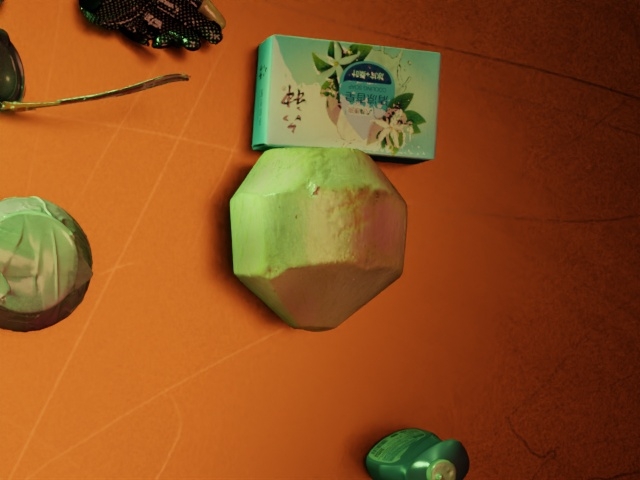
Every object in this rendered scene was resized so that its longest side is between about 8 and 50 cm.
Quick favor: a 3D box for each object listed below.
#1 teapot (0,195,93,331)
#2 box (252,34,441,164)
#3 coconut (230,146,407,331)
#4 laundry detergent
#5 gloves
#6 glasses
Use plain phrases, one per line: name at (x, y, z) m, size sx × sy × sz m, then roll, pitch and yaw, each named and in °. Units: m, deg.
teapot at (-0.367, 0.007, 1.660) m, size 0.221 × 0.178 × 0.163 m, roll 43°, pitch 77°, yaw -9°
box at (0.034, -0.179, 1.828) m, size 0.232 × 0.083 × 0.142 m, roll 4°, pitch 88°, yaw -17°
coconut at (0.000, 0.000, 1.754) m, size 0.237 × 0.197 × 0.236 m, roll 2°, pitch 84°, yaw -20°
laundry detergent at (0.126, 0.280, 1.772) m, size 0.097 × 0.206 × 0.061 m, roll -19°, pitch 93°, yaw -14°
gloves at (-0.199, -0.302, 1.772) m, size 0.181 × 0.106 × 0.129 m, roll 22°, pitch 89°, yaw -43°
glasses at (-0.299, -0.272, 1.653) m, size 0.268 × 0.118 × 0.234 m, roll -1°, pitch 95°, yaw 26°
